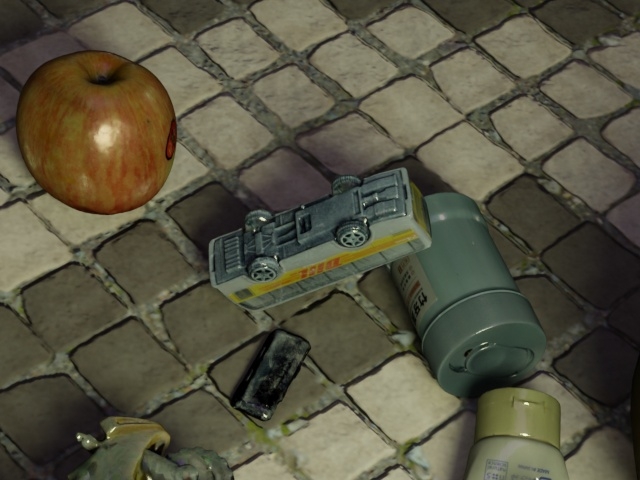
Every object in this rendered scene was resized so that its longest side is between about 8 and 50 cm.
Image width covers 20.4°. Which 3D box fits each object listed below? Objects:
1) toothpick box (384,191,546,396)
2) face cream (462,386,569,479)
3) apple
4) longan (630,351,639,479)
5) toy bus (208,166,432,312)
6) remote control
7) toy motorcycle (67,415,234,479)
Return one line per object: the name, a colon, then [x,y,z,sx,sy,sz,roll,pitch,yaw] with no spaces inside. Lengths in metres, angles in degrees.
toothpick box: [0.120,0.046,1.533,0.101,0.101,0.153,-9,49,-17]
face cream: [0.150,0.231,1.410,0.114,0.070,0.224,8,60,-2]
apple: [-0.200,-0.101,1.591,0.146,0.131,0.146,4,42,-4]
longan: [0.404,0.131,1.326,0.336,0.404,0.404,24,48,-1]
toy bus: [0.000,0.000,1.520,0.190,0.075,0.064,-22,51,20]
remote control: [-0.041,0.112,1.505,0.039,0.014,0.096,22,50,10]
toy motorcycle: [-0.181,0.213,1.347,0.229,0.094,0.130,-30,54,-16]
